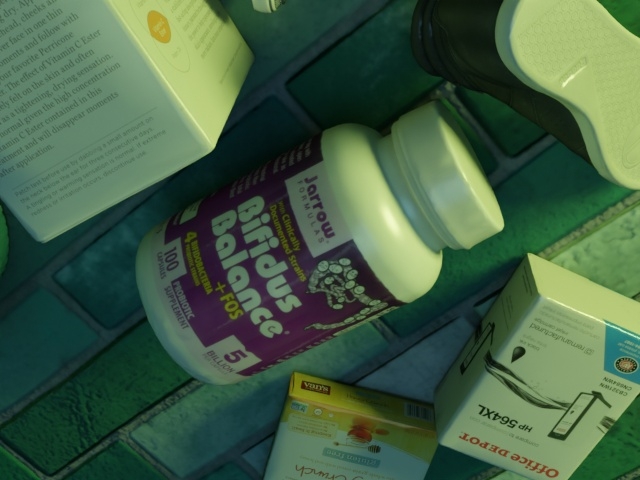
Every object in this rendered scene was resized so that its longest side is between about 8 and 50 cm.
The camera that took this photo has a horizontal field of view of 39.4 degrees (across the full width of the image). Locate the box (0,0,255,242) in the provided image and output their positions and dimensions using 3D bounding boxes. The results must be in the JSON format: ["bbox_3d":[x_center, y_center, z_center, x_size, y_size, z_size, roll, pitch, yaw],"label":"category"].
[{"bbox_3d":[-0.221,-0.211,0.670,0.168,0.215,0.345,-25,114,18],"label":"box"}]

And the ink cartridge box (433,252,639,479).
[{"bbox_3d":[0.225,0.136,0.901,0.148,0.086,0.203,23,118,-8],"label":"ink cartridge box"}]

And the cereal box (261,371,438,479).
[{"bbox_3d":[0.022,0.272,1.014,0.173,0.047,0.240,13,119,-3],"label":"cereal box"}]

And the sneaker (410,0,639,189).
[{"bbox_3d":[0.192,-0.139,0.752,0.295,0.147,0.105,27,93,-43],"label":"sneaker"}]

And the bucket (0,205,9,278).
[{"bbox_3d":[-0.444,0.025,0.839,0.281,0.183,0.281,2,119,4],"label":"bucket"}]

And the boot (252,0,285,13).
[{"bbox_3d":[-0.002,-0.268,0.703,0.086,0.069,0.190,12,118,1],"label":"boot"}]

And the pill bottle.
[{"bbox_3d":[0.000,0.000,0.796,0.301,0.169,0.169,-28,113,18],"label":"pill bottle"}]
